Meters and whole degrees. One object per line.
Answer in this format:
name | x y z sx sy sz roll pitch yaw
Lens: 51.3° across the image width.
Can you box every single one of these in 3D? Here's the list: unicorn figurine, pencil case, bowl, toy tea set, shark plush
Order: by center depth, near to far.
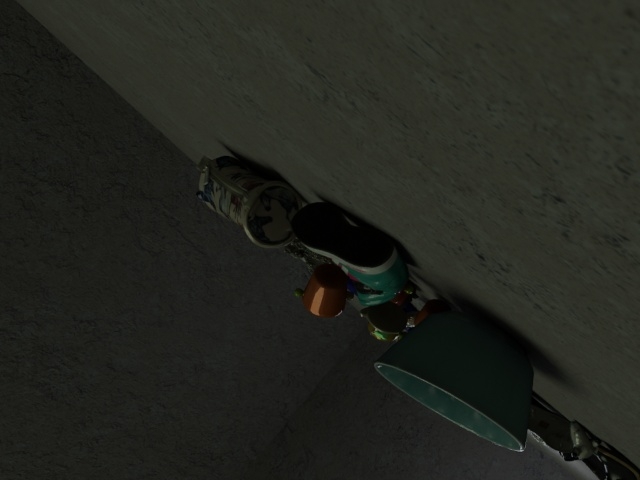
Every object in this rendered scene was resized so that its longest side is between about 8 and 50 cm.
bowl | 0.275 0.246 1.263 0.312 0.163 0.311 31 166 8
toy tea set | 0.114 0.143 1.442 0.336 0.200 0.124 35 136 21
shark plush | 0.626 0.479 1.590 0.161 0.073 0.067 39 -163 -50
unicorn figurine | 0.224 0.197 1.623 0.162 0.111 0.060 71 -179 -63
pencil case | -0.189 -0.108 1.705 0.184 0.159 0.410 26 -177 -31

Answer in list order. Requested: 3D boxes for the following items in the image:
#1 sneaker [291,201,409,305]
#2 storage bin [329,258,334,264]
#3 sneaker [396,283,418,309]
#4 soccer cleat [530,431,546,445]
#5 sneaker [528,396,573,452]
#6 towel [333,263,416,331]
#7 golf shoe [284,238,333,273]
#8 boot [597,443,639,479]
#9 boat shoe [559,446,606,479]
sneaker | 0.071 0.034 1.343 0.296 0.124 0.178 32 161 48
storage bin | 0.059 0.116 2.240 0.135 0.091 0.098 43 174 -39
sneaker | 0.155 0.127 1.627 0.135 0.097 0.276 39 173 7
soccer cleat | 0.679 0.572 1.907 0.076 0.068 0.196 40 173 -35
sneaker | 0.558 0.443 1.690 0.222 0.083 0.118 33 -166 -6
towel | 0.178 0.168 2.005 0.228 0.076 0.308 35 179 -43
golf shoe | -0.016 0.049 1.911 0.176 0.069 0.086 38 -166 20
boot | 0.670 0.568 1.524 0.198 0.137 0.077 42 174 -19
boat shoe | 0.653 0.537 1.712 0.080 0.076 0.228 43 174 -33
